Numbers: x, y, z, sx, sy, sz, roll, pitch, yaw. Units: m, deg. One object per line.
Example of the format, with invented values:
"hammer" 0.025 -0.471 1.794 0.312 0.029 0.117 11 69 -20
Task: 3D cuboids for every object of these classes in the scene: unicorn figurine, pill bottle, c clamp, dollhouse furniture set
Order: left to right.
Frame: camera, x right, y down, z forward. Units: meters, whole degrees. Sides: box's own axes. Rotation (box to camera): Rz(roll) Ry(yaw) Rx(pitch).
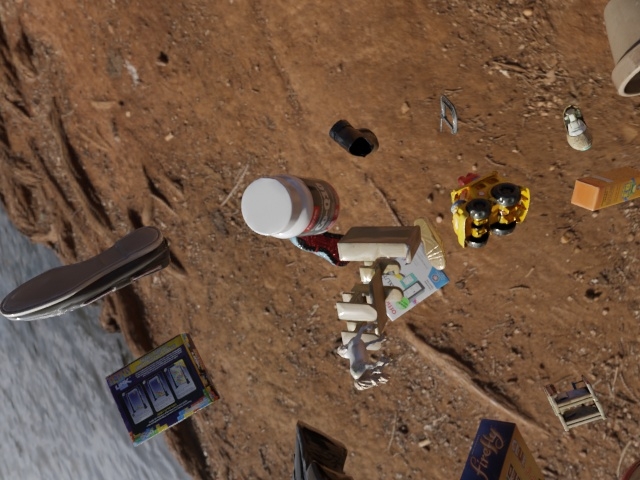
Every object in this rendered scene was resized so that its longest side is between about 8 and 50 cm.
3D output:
"pill bottle" -0.069 -0.088 1.202 0.161 0.283 0.161 2 95 23
"unicorn figurine" 0.077 0.208 0.866 0.111 0.162 0.060 -39 106 20
"dollhouse furniture set" 0.147 0.097 1.064 0.161 0.212 0.242 0 114 25
"c clamp" 0.403 -0.384 1.462 0.022 0.161 0.137 -13 122 2
"dollhouse furniture set" 0.823 0.508 1.546 0.129 0.183 0.129 -25 91 15

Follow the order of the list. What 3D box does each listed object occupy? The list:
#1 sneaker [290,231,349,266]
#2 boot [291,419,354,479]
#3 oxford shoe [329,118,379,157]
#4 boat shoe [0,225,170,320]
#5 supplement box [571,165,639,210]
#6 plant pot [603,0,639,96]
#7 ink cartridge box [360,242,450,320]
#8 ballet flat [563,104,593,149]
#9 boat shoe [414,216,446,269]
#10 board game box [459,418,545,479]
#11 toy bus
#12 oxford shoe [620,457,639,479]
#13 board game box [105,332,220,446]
"sneaker" 0.000 0.000 1.505 0.125 0.262 0.104 24 87 51
"boot" -0.046 0.405 0.672 0.091 0.263 0.229 30 89 -7
"oxford shoe" 0.113 -0.267 1.317 0.096 0.227 0.083 49 116 20
"boat shoe" -0.468 0.087 0.973 0.112 0.335 0.095 38 149 41
"supplement box" 0.850 -0.155 1.370 0.080 0.233 0.078 38 137 52
"plant pot" 0.848 -0.539 1.192 0.263 0.263 0.229 -33 70 40
"ink cartridge box" 0.323 0.141 1.840 0.270 0.197 0.198 -37 95 5
"ballet flat" 0.800 -0.360 1.468 0.073 0.206 0.067 -29 120 32
"boat shoe" 0.345 0.003 1.415 0.063 0.059 0.170 -25 85 47
"board game box" 0.216 0.344 0.512 0.042 0.165 0.243 -10 119 45
"toy bus" 0.458 -0.111 1.371 0.211 0.220 0.149 55 165 42
"oxford shoe" 0.679 0.546 0.917 0.140 0.397 0.146 44 138 22
"board game box" -0.296 0.277 0.876 0.170 0.048 0.141 -30 78 3
